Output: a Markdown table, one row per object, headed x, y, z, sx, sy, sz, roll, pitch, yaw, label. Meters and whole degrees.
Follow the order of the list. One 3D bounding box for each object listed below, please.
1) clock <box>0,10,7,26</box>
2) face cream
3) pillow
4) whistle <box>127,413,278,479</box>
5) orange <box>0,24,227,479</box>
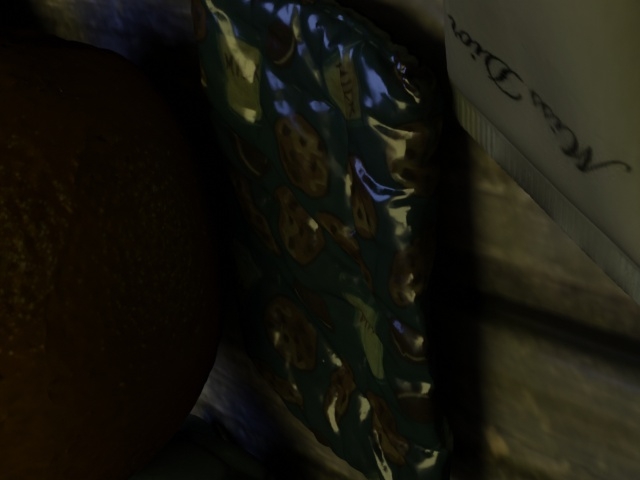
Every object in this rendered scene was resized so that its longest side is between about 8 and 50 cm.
| x | y | z | sx | sy | sz | roll | pitch | yaw | label |
| --- | --- | --- | --- | --- | --- | --- | --- | --- | --- |
| -0.301 | -0.060 | 1.042 | 0.243 | 0.146 | 0.199 | -35 | 86 | 20 | clock |
| 0.083 | -0.112 | 0.518 | 0.143 | 0.089 | 0.314 | 47 | 158 | 35 | face cream |
| 0.001 | -0.001 | 0.776 | 0.189 | 0.034 | 0.255 | 40 | 142 | 49 | pillow |
| -0.083 | 0.209 | 0.933 | 0.289 | 0.163 | 0.163 | -88 | 0 | -48 | whistle |
| -0.179 | 0.018 | 0.865 | 0.274 | 0.274 | 0.274 | 40 | 144 | 38 | orange |
